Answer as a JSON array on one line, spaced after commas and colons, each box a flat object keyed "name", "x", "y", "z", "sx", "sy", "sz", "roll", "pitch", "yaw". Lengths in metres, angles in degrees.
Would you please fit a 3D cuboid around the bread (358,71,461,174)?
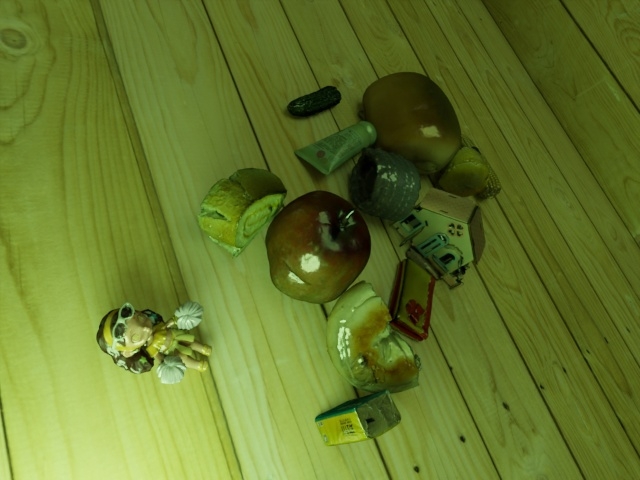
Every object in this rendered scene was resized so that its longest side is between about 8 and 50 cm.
[{"name": "bread", "x": 0.352, "y": -0.431, "z": 1.724, "sx": 0.348, "sy": 0.253, "sz": 0.375, "roll": 11, "pitch": 58, "yaw": -27}]

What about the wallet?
[{"name": "wallet", "x": 0.289, "y": 0.179, "z": 1.428, "sx": 0.141, "sy": 0.067, "sz": 0.241, "roll": 33, "pitch": 48, "yaw": -16}]

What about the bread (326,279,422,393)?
[{"name": "bread", "x": 0.117, "y": 0.270, "z": 1.181, "sx": 0.192, "sy": 0.171, "sz": 0.314, "roll": -38, "pitch": 107, "yaw": -8}]

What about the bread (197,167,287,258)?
[{"name": "bread", "x": -0.192, "y": -0.081, "z": 1.185, "sx": 0.124, "sy": 0.185, "sz": 0.257, "roll": 35, "pitch": 42, "yaw": 10}]

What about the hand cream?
[{"name": "hand cream", "x": 0.069, "y": -0.314, "z": 1.556, "sx": 0.147, "sy": 0.093, "sz": 0.306, "roll": 40, "pitch": 51, "yaw": 23}]

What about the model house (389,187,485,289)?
[{"name": "model house", "x": 0.417, "y": -0.014, "z": 1.519, "sx": 0.326, "sy": 0.244, "sz": 0.169, "roll": 47, "pitch": 45, "yaw": -3}]

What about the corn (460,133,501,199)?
[{"name": "corn", "x": 0.651, "y": -0.314, "z": 1.960, "sx": 0.106, "sy": 0.106, "sz": 0.305, "roll": -9, "pitch": 66, "yaw": -38}]

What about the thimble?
[{"name": "thimble", "x": 0.202, "y": -0.185, "z": 1.499, "sx": 0.172, "sy": 0.205, "sz": 0.236, "roll": 16, "pitch": 56, "yaw": -25}]

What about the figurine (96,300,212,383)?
[{"name": "figurine", "x": -0.329, "y": 0.207, "z": 0.953, "sx": 0.240, "sy": 0.116, "sz": 0.174, "roll": 25, "pitch": 53, "yaw": -28}]

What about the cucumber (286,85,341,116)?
[{"name": "cucumber", "x": -0.018, "y": -0.480, "z": 1.627, "sx": 0.077, "sy": 0.077, "sz": 0.265, "roll": 50, "pitch": 49, "yaw": 2}]

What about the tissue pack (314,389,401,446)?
[{"name": "tissue pack", "x": 0.085, "y": 0.413, "z": 1.073, "sx": 0.120, "sy": 0.169, "sz": 0.082, "roll": -11, "pitch": 72, "yaw": -40}]

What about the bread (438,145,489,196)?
[{"name": "bread", "x": 0.554, "y": -0.264, "z": 1.804, "sx": 0.197, "sy": 0.197, "sz": 0.170, "roll": 23, "pitch": 47, "yaw": -21}]

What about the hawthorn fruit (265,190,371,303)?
[{"name": "hawthorn fruit", "x": 0.000, "y": 0.000, "z": 1.181, "sx": 0.268, "sy": 0.300, "sz": 0.267, "roll": 19, "pitch": 42, "yaw": -18}]
